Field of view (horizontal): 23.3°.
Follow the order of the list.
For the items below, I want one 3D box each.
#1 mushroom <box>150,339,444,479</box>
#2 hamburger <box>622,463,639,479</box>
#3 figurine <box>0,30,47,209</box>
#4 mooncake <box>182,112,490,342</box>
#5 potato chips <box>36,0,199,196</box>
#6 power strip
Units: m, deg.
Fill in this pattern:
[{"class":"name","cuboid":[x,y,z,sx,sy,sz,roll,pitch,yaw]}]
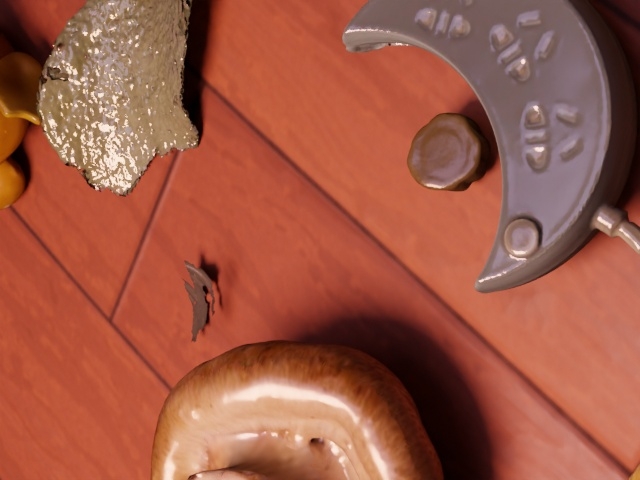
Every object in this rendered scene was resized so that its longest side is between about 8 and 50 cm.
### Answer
[{"class":"mushroom","cuboid":[-0.014,0.205,1.144,0.278,0.146,0.278,4,96,34]},{"class":"hamburger","cuboid":[0.272,0.185,0.849,0.209,0.162,0.330,-29,77,45]},{"class":"figurine","cuboid":[-0.362,-0.107,1.451,0.215,0.215,0.228,45,108,32]},{"class":"mooncake","cuboid":[-0.010,-0.002,1.181,0.346,0.057,0.150,-8,76,47]},{"class":"potato chips","cuboid":[-0.154,-0.146,1.309,0.228,0.059,0.167,-32,78,36]},{"class":"power strip","cuboid":[0.126,-0.082,1.017,0.167,0.054,0.253,-39,68,25]}]
